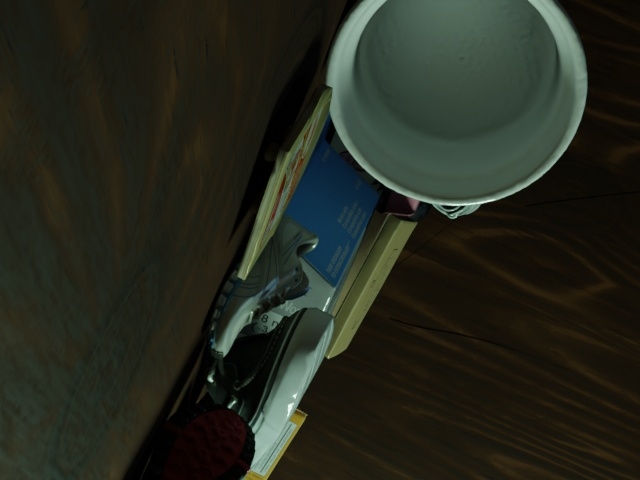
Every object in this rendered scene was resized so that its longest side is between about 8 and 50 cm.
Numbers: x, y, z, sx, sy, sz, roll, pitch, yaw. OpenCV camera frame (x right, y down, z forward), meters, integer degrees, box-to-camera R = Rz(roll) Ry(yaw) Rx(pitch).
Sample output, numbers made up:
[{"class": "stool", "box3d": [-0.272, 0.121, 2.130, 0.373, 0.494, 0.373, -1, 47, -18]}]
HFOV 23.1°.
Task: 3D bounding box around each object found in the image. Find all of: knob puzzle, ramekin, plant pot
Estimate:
[{"class": "knob puzzle", "box3d": [-0.035, -0.081, 1.572, 0.213, 0.030, 0.213, 24, 90, -86]}, {"class": "ramekin", "box3d": [0.149, -0.190, 1.715, 0.135, 0.277, 0.277, -78, -170, -65]}, {"class": "plant pot", "box3d": [0.023, 0.025, 2.479, 0.237, 0.110, 0.237, 24, 90, -87]}]

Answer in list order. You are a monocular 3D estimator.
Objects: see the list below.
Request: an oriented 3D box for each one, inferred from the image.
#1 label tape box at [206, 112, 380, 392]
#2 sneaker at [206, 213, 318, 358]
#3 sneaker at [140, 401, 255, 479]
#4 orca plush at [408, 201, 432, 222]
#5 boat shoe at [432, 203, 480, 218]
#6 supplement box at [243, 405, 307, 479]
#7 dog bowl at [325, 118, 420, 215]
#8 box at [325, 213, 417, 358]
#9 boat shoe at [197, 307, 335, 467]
[{"class": "label tape box", "box3d": [-0.015, 0.024, 1.941, 0.240, 0.106, 0.333, -62, 175, -57]}, {"class": "sneaker", "box3d": [-0.058, 0.051, 1.686, 0.190, 0.083, 0.071, -63, 177, -26]}, {"class": "sneaker", "box3d": [-0.167, 0.281, 1.669, 0.262, 0.104, 0.125, -52, 180, -42]}, {"class": "orca plush", "box3d": [0.161, -0.131, 2.604, 0.287, 0.102, 0.151, -100, -170, -60]}, {"class": "boat shoe", "box3d": [0.188, -0.078, 2.206, 0.081, 0.079, 0.227, -55, 168, -18]}, {"class": "supplement box", "box3d": [-0.117, 0.295, 2.027, 0.233, 0.080, 0.078, -56, -151, 2]}, {"class": "dog bowl", "box3d": [0.128, -0.213, 2.151, 0.408, 0.150, 0.408, 23, 90, -86]}, {"class": "box", "box3d": [0.063, 0.057, 2.053, 0.201, 0.021, 0.164, -62, 171, 5]}, {"class": "boat shoe", "box3d": [-0.082, 0.165, 1.784, 0.121, 0.119, 0.335, -59, 179, -37]}]
